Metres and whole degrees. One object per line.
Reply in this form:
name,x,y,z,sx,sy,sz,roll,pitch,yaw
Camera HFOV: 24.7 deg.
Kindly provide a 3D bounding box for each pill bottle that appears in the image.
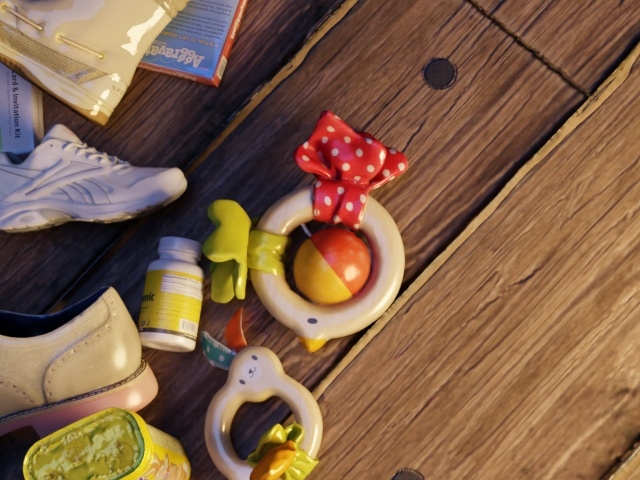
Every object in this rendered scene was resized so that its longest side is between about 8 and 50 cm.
pill bottle,-0.158,0.058,1.572,0.065,0.065,0.116,5,75,13

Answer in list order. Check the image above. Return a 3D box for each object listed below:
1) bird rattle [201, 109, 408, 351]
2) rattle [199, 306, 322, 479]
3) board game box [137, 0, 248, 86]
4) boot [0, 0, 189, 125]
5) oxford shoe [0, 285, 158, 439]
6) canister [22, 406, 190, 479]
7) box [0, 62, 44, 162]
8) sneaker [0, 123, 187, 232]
bird rattle,0.000,0.000,1.552,0.253,0.143,0.207,-34,82,-13
rattle,-0.083,0.158,1.494,0.130,0.142,0.200,-20,77,25
board game box,-0.227,-0.277,1.701,0.281,0.027,0.145,15,77,15
boot,-0.294,-0.279,1.633,0.262,0.095,0.203,35,87,3
oxford shoe,-0.378,0.143,1.529,0.396,0.140,0.147,-14,106,-3
canister,-0.210,0.230,1.478,0.126,0.170,0.073,-26,71,4
box,-0.416,-0.150,1.699,0.186,0.038,0.145,-8,74,8
sneaker,-0.263,-0.074,1.605,0.232,0.090,0.115,-6,91,9
